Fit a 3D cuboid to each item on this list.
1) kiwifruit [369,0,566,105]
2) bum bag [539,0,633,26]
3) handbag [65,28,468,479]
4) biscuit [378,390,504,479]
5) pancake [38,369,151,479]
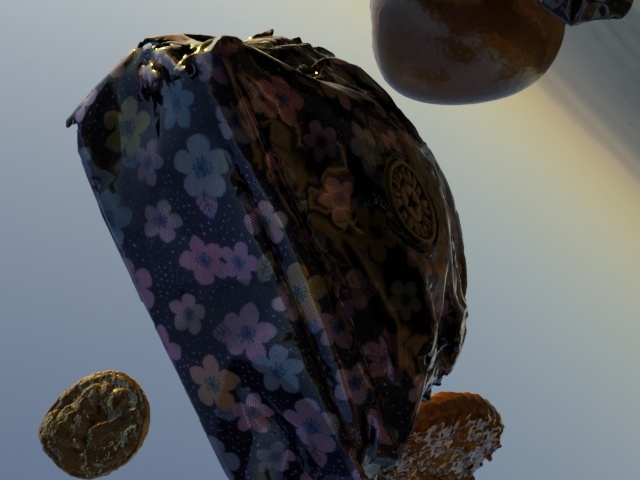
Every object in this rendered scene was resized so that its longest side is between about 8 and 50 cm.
[{"bbox_3d":[0.175,-0.260,1.089,0.196,0.234,0.196,-8,-90,-76],"label":"kiwifruit"},{"bbox_3d":[0.276,-0.297,0.867,0.087,0.198,0.049,20,-178,5],"label":"bum bag"},{"bbox_3d":[0.000,0.000,0.453,0.229,0.127,0.208,65,-153,-6],"label":"handbag"},{"bbox_3d":[0.039,0.203,0.721,0.254,0.254,0.035,23,-152,-53],"label":"biscuit"},{"bbox_3d":[-0.293,0.239,1.202,0.158,0.158,0.028,59,172,40],"label":"pancake"}]
